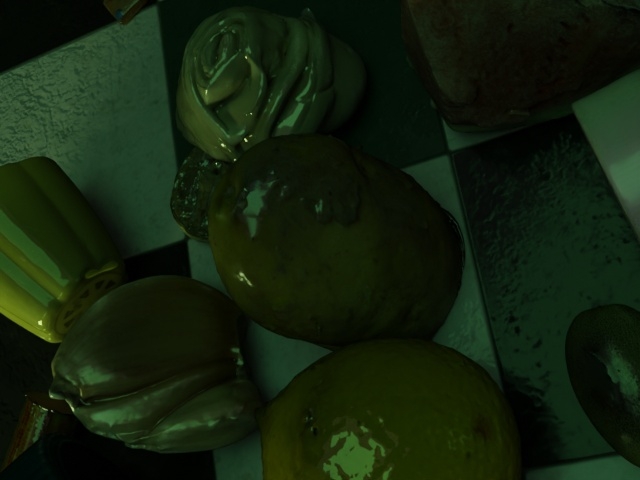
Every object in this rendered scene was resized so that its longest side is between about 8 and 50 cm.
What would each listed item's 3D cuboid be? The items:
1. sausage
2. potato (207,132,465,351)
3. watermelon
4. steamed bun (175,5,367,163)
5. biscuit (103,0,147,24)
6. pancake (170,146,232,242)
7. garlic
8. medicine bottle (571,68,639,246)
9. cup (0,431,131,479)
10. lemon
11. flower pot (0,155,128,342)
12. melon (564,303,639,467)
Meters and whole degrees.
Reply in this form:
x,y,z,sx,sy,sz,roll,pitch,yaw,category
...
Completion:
x,y,z,sx,sy,sz,roll,pitch,yaw,category
-0.387,0.375,1.086,0.082,0.082,0.371,17,86,28,sausage
0.000,0.000,0.892,0.229,0.266,0.229,-8,73,28,potato
0.172,-0.272,0.888,0.283,0.293,0.250,-36,42,27,watermelon
-0.074,-0.194,1.028,0.218,0.144,0.211,35,82,30,steamed bun
-0.274,-0.370,1.249,0.119,0.019,0.129,-2,77,25,biscuit
-0.118,-0.066,1.095,0.158,0.028,0.158,-8,70,23,pancake
-0.190,0.146,1.016,0.228,0.110,0.217,-5,58,-10,garlic
0.408,-0.101,0.748,0.325,0.212,0.212,-28,67,17,medicine bottle
-0.297,0.400,0.921,0.292,0.242,0.308,-45,63,-5,cup
0.072,0.201,0.824,0.254,0.228,0.228,-10,71,-8,lemon
-0.347,0.022,1.104,0.179,0.195,0.195,42,97,14,flower pot
0.286,0.135,0.810,0.099,0.099,0.162,-27,69,17,melon
